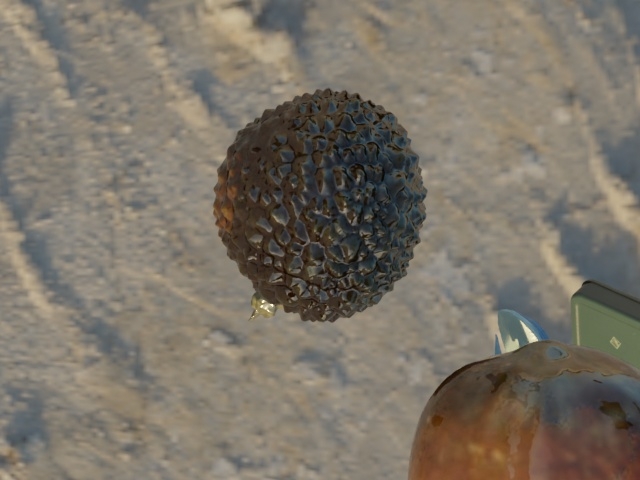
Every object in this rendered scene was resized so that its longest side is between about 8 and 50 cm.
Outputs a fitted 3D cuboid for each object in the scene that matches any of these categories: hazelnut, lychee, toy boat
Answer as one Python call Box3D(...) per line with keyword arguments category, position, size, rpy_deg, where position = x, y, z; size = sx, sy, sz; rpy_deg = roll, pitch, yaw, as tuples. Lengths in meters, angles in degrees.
Box3D(category="hazelnut", position=(0.160, 0.166, 1.234), size=(0.214, 0.176, 0.214), rpy_deg=(1, 109, 2))
Box3D(category="lychee", position=(-0.001, -0.037, 1.562), size=(0.200, 0.200, 0.238), rpy_deg=(33, 32, -34))
Box3D(category="toy boat", position=(0.164, 0.126, 1.485), size=(0.105, 0.034, 0.149), rpy_deg=(49, 38, -27))

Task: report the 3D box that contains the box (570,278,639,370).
Box3D(category="box", position=(0.311, 0.099, 1.868), size=(0.031, 0.126, 0.091), rpy_deg=(-32, 131, -32))

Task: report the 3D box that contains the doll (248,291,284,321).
Box3D(category="doll", position=(-0.014, 0.011, 1.859), size=(0.202, 0.286, 0.091), rpy_deg=(-42, 98, -16))
